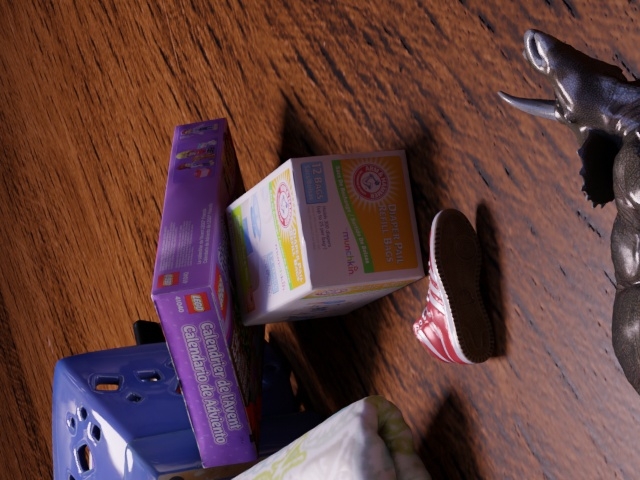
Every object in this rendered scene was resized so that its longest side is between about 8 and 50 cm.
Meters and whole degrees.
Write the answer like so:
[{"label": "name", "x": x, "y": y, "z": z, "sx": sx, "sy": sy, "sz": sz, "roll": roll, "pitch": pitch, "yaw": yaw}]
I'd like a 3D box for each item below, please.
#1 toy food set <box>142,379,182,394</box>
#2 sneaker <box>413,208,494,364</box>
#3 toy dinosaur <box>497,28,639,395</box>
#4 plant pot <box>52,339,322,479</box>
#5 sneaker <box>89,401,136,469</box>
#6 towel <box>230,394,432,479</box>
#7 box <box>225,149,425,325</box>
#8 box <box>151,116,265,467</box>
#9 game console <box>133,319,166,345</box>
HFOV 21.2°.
[{"label": "toy food set", "x": -0.147, "y": 0.207, "z": 1.931, "sx": 0.111, "sy": 0.104, "sz": 0.232, "roll": 111, "pitch": 148, "yaw": -51}, {"label": "sneaker", "x": 0.096, "y": 0.038, "z": 1.304, "sx": 0.067, "sy": 0.042, "sz": 0.118, "roll": 159, "pitch": 103, "yaw": -66}, {"label": "toy dinosaur", "x": 0.202, "y": 0.016, "z": 0.942, "sx": 0.160, "sy": 0.121, "sz": 0.313, "roll": 127, "pitch": 131, "yaw": -79}, {"label": "plant pot", "x": -0.125, "y": 0.246, "z": 1.706, "sx": 0.212, "sy": 0.236, "sz": 0.236, "roll": -142, "pitch": 51, "yaw": -57}, {"label": "sneaker", "x": -0.178, "y": 0.330, "z": 2.043, "sx": 0.236, "sy": 0.130, "sz": 0.322, "roll": -20, "pitch": 72, "yaw": 62}, {"label": "towel", "x": 0.003, "y": 0.359, "z": 1.413, "sx": 0.320, "sy": 0.090, "sz": 0.374, "roll": -35, "pitch": 63, "yaw": 38}, {"label": "box", "x": 0.000, "y": 0.000, "z": 1.471, "sx": 0.203, "sy": 0.103, "sz": 0.114, "roll": 150, "pitch": 113, "yaw": -69}, {"label": "box", "x": -0.099, "y": 0.043, "z": 1.617, "sx": 0.293, "sy": 0.057, "sz": 0.201, "roll": -90, "pitch": -11, "yaw": -56}, {"label": "game console", "x": -0.198, "y": 0.171, "z": 2.124, "sx": 0.071, "sy": 0.107, "sz": 0.122, "roll": -35, "pitch": 59, "yaw": 35}]
